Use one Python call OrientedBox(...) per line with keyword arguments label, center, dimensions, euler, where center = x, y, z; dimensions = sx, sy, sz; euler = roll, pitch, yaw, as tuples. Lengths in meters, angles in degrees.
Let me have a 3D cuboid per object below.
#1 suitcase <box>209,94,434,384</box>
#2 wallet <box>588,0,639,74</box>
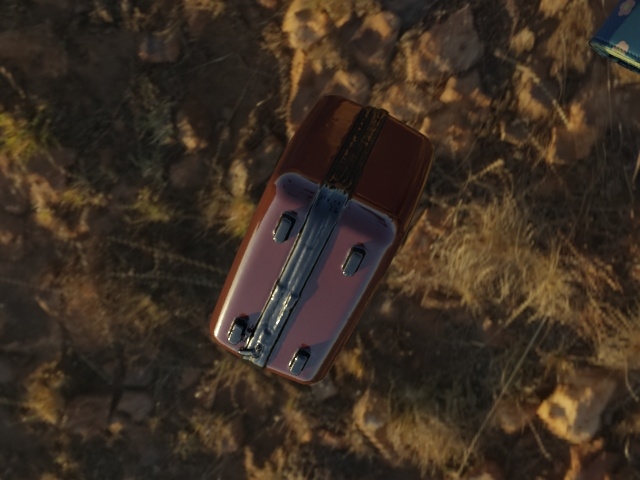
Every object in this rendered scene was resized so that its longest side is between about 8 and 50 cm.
OrientedBox(label="suitcase", center=(0.000, 0.000, 1.251), dimensions=(0.161, 0.236, 0.297), euler=(25, 130, 0))
OrientedBox(label="wallet", center=(0.345, -0.237, 0.966), dimensions=(0.059, 0.141, 0.202), euler=(29, 102, -33))
